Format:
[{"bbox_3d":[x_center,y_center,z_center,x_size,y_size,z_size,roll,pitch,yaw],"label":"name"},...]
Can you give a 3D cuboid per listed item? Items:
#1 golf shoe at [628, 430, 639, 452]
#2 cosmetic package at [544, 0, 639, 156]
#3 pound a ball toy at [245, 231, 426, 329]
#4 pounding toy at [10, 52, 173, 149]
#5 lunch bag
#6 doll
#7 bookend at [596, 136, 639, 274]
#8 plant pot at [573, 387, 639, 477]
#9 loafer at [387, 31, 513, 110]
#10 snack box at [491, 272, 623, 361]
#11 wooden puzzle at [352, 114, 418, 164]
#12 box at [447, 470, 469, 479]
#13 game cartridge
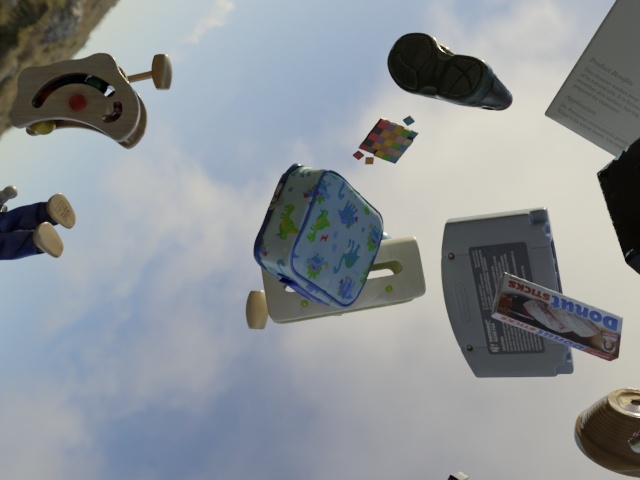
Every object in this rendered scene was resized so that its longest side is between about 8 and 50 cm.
[{"bbox_3d":[0.687,0.391,1.389,0.067,0.186,0.086,113,-34,-58],"label":"golf shoe"},{"bbox_3d":[0.471,-0.273,0.859,0.156,0.217,0.385,-41,163,-53],"label":"cosmetic package"},{"bbox_3d":[0.010,0.071,1.303,0.208,0.319,0.135,100,-19,-81],"label":"pound a ball toy"},{"bbox_3d":[-0.383,-0.228,1.259,0.270,0.154,0.155,-11,176,-2],"label":"pounding toy"},{"bbox_3d":[0.000,0.000,1.069,0.090,0.219,0.176,12,-105,34],"label":"lunch bag"},{"bbox_3d":[-0.351,-0.011,0.758,0.189,0.046,0.129,-5,-128,20],"label":"doll"},{"bbox_3d":[0.324,0.002,0.603,0.072,0.157,0.156,-46,-167,30],"label":"bookend"},{"bbox_3d":[0.682,0.400,1.564,0.237,0.109,0.237,-3,-159,1],"label":"plant pot"},{"bbox_3d":[0.197,-0.256,1.128,0.096,0.084,0.267,-60,-147,13],"label":"loafer"},{"bbox_3d":[0.324,0.105,0.980,0.022,0.178,0.064,115,-5,-62],"label":"snack box"},{"bbox_3d":[0.076,-0.111,0.802,0.083,0.049,0.006,-52,-151,42],"label":"wooden puzzle"},{"bbox_3d":[0.267,0.583,1.562,0.029,0.116,0.162,30,-91,25],"label":"box"},{"bbox_3d":[0.311,0.094,1.224,0.196,0.294,0.060,-7,-165,24],"label":"game cartridge"}]
